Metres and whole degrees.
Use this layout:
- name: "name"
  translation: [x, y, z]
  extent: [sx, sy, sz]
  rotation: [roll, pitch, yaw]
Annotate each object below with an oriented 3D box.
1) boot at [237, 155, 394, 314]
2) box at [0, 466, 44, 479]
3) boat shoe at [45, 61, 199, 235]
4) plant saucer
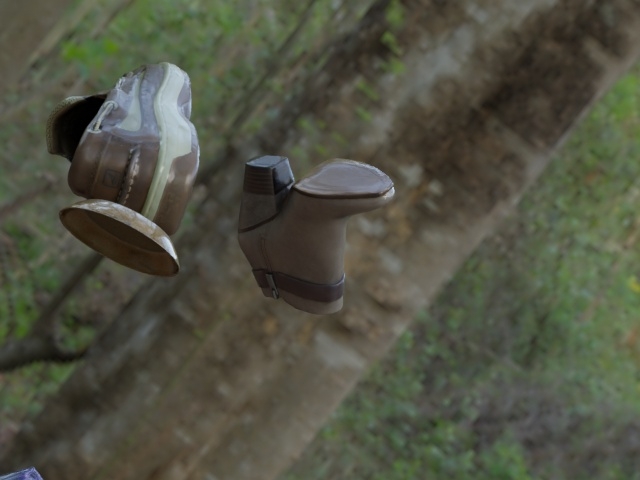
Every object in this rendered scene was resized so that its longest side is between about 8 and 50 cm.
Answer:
- name: "boot"
  translation: [0.000, 0.000, 0.892]
  extent: [0.118, 0.042, 0.087]
  rotation: [15, -57, 45]
- name: "box"
  translation: [-0.273, 0.295, 1.356]
  extent: [0.207, 0.153, 0.108]
  rotation: [32, -50, 54]
- name: "boat shoe"
  translation: [-0.145, -0.082, 1.152]
  extent: [0.095, 0.095, 0.257]
  rotation: [15, 12, -14]
- name: "plant saucer"
  translation: [-0.122, -0.004, 1.010]
  extent: [0.083, 0.015, 0.083]
  rotation: [22, -21, 9]
